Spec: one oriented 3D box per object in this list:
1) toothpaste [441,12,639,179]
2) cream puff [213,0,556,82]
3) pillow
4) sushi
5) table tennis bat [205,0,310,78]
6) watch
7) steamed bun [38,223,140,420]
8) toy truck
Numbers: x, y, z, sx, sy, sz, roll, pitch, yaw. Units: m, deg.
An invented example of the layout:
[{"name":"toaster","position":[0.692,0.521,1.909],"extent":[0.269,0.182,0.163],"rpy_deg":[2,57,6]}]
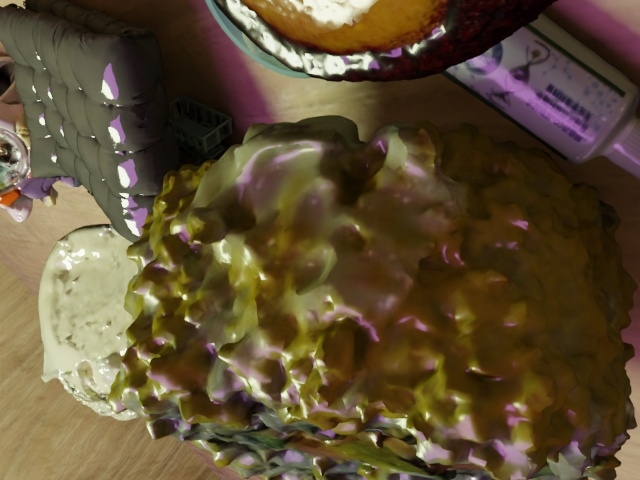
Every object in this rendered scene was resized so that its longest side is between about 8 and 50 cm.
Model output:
[{"name":"toothpaste","position":[0.071,-0.160,0.476],"extent":[0.392,0.061,0.099],"rpy_deg":[37,122,6]},{"name":"cream puff","position":[0.031,-0.199,0.346],"extent":[0.239,0.165,0.239],"rpy_deg":[27,146,20]},{"name":"pillow","position":[-0.258,-0.144,0.796],"extent":[0.326,0.101,0.228],"rpy_deg":[27,134,42]},{"name":"sushi","position":[0.040,0.075,0.571],"extent":[0.396,0.240,0.351],"rpy_deg":[-4,152,26]},{"name":"table tennis bat","position":[-0.059,-0.229,0.573],"extent":[0.149,0.038,0.237],"rpy_deg":[16,148,39]},{"name":"watch","position":[-0.465,-0.160,1.043],"extent":[0.231,0.244,0.196],"rpy_deg":[45,161,45]},{"name":"steamed bun","position":[-0.180,0.113,0.917],"extent":[0.333,0.233,0.312],"rpy_deg":[1,171,42]},{"name":"toy truck","position":[-0.108,-0.081,0.820],"extent":[0.177,0.080,0.115],"rpy_deg":[28,142,25]}]
